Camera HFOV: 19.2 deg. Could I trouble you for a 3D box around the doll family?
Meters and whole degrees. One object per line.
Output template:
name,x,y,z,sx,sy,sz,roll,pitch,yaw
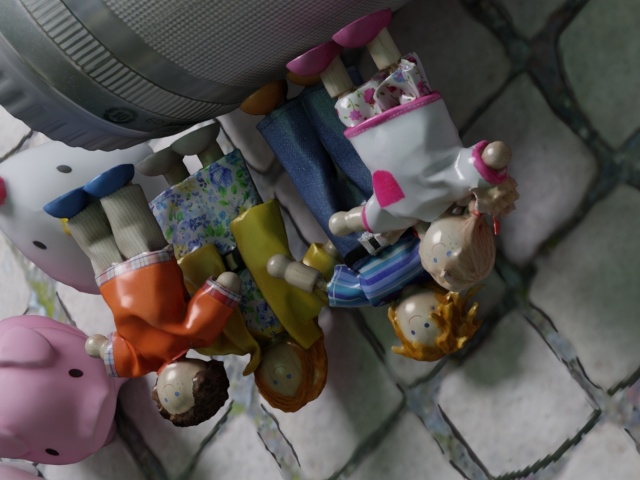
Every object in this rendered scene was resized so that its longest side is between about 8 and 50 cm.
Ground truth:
doll family,0.000,0.000,0.964,0.263,0.118,0.163,-28,89,27

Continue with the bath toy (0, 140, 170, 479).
bath toy,-0.170,0.103,1.085,0.151,0.129,0.348,15,93,40

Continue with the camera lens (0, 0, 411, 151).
camera lens,-0.051,-0.190,0.966,0.274,0.219,0.219,-29,67,34
